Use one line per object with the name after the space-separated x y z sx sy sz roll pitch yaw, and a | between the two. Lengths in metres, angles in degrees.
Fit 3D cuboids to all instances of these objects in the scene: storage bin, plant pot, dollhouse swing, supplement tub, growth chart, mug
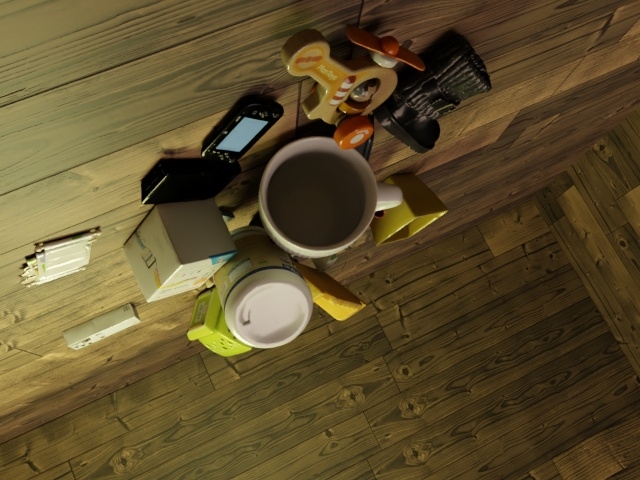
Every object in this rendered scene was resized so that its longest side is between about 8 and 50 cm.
0.081 -0.262 1.522 0.091 0.098 0.135 3 164 -3 | storage bin
0.288 -0.124 2.203 0.212 0.187 0.212 -13 161 -46 | plant pot
-0.088 0.252 2.191 0.305 0.315 0.347 -56 150 5 | dollhouse swing
-0.383 0.307 2.392 0.207 0.228 0.227 26 150 -29 | plant pot
-0.166 0.113 1.647 0.228 0.316 0.228 -9 120 -15 | supplement tub
-0.631 0.048 1.478 0.172 0.021 0.237 -16 164 -35 | growth chart
0.026 -0.094 1.571 0.374 0.276 0.328 -7 174 -8 | mug

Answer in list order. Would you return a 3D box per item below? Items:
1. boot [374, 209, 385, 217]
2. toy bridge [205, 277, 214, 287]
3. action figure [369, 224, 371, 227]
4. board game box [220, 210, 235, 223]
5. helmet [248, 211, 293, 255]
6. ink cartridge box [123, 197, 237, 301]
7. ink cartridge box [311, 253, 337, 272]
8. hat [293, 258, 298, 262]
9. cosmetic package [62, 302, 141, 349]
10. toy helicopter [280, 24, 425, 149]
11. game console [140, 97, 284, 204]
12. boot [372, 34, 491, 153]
0.153 -0.138 1.920 0.088 0.176 0.244 -30 168 8 | boot
-0.355 0.143 2.354 0.188 0.026 0.063 -11 158 -49 | toy bridge
0.113 -0.107 2.067 0.280 0.139 0.091 -16 165 -46 | action figure
-0.300 -0.053 1.721 0.090 0.020 0.090 -31 166 16 | board game box
-0.127 -0.017 1.884 0.169 0.169 0.161 -32 150 23 | helmet
-0.362 0.024 1.570 0.171 0.168 0.233 -15 163 -43 | ink cartridge box
0.000 0.000 2.164 0.056 0.171 0.235 -25 167 -23 | ink cartridge box
-0.171 0.238 2.536 0.331 0.134 0.331 -43 -167 12 | hat
-0.754 0.300 2.122 0.239 0.060 0.099 -24 167 -10 | cosmetic package
0.050 -0.315 1.147 0.235 0.140 0.355 -34 163 21 | toy helicopter
-0.225 -0.185 1.309 0.213 0.044 0.361 -11 159 -49 | game console
0.295 -0.343 1.497 0.260 0.131 0.348 -32 165 22 | boot
